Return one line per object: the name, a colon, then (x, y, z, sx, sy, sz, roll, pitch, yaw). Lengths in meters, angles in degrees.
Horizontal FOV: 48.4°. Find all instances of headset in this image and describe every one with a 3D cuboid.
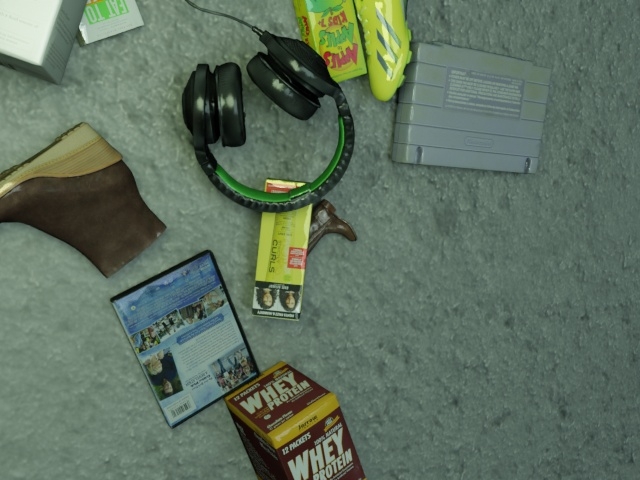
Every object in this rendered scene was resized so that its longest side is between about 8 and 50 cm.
headset: (-0.101, -0.237, 1.088, 0.243, 0.185, 0.394, -22, 115, 5)

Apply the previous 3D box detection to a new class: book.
book: (-0.321, -0.360, 1.004, 0.096, 0.035, 0.144, -29, 111, -25)

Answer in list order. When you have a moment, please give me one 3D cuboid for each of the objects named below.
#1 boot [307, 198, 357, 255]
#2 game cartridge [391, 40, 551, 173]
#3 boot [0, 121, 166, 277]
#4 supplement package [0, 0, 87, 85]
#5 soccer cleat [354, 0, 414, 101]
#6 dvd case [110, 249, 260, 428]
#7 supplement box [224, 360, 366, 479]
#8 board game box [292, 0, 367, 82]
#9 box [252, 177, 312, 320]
boot: (0.000, 0.000, 1.272, 0.106, 0.037, 0.114, 47, 74, -21)
game cartridge: (0.301, -0.254, 1.395, 0.354, 0.068, 0.230, 1, 96, -32)
boot: (-0.362, -0.023, 1.010, 0.248, 0.090, 0.207, -41, 116, -22)
supplement package: (-0.367, -0.365, 0.862, 0.177, 0.175, 0.293, 19, 90, -13)
soccer cleat: (0.100, -0.388, 1.228, 0.121, 0.093, 0.289, 3, 97, -22)
dvd case: (-0.217, 0.164, 1.181, 0.180, 0.022, 0.253, -29, 113, -25)
supplement box: (-0.044, 0.344, 1.224, 0.129, 0.191, 0.194, -29, 113, -24)
board game box: (0.014, -0.360, 1.201, 0.092, 0.043, 0.181, -24, 112, -26)
box: (-0.062, 0.014, 1.206, 0.087, 0.058, 0.232, 7, 97, -2)
